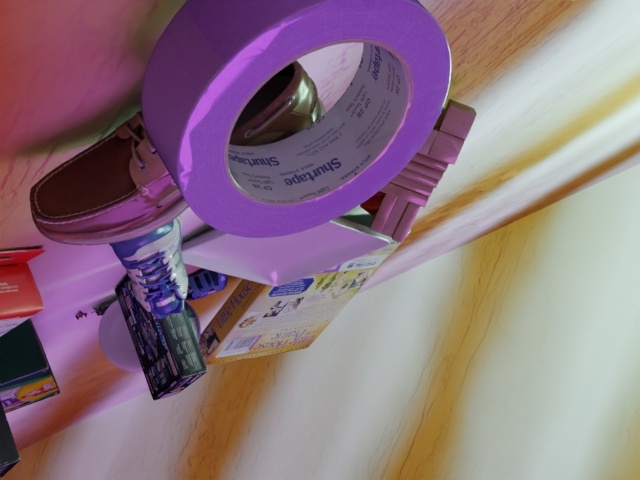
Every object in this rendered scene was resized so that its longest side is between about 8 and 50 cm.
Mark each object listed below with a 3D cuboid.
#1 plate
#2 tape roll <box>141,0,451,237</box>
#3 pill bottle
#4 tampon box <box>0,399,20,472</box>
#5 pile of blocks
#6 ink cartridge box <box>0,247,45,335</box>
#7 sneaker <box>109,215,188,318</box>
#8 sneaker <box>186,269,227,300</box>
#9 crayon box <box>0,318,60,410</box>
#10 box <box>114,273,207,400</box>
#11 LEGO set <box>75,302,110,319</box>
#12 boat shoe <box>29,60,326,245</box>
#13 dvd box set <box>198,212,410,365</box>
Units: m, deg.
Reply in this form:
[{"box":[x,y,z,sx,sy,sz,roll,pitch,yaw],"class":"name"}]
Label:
[{"box":[-0.068,0.001,1.671,0.278,0.045,0.277,-22,154,35],"class":"plate"},{"box":[-0.019,-0.130,0.896,0.275,0.090,0.274,-23,145,-17],"class":"tape roll"},{"box":[-0.323,0.178,1.921,0.146,0.146,0.264,-25,173,6],"class":"pill bottle"},{"box":[-0.607,0.361,1.709,0.101,0.120,0.161,-15,166,-34],"class":"tampon box"},{"box":[0.138,-0.137,1.555,0.113,0.149,0.362,21,151,-4],"class":"pile of blocks"},{"box":[-0.482,0.094,1.340,0.231,0.078,0.134,-30,168,29],"class":"ink cartridge box"},{"box":[-0.239,0.039,1.461,0.112,0.131,0.296,-21,168,-6],"class":"sneaker"},{"box":[-0.232,0.086,1.936,0.059,0.053,0.144,-13,164,-38],"class":"sneaker"},{"box":[-0.654,0.273,1.792,0.313,0.106,0.363,-21,169,-16],"class":"crayon box"},{"box":[-0.279,0.151,1.686,0.051,0.220,0.175,-15,166,-31],"class":"box"},{"box":[-0.422,0.139,1.857,0.083,0.023,0.054,-21,170,-14],"class":"LEGO set"},{"box":[-0.152,-0.104,1.003,0.324,0.123,0.116,-27,151,-9],"class":"boat shoe"},{"box":[-0.042,0.100,2.012,0.308,0.062,0.420,-4,144,-42],"class":"dvd box set"}]
